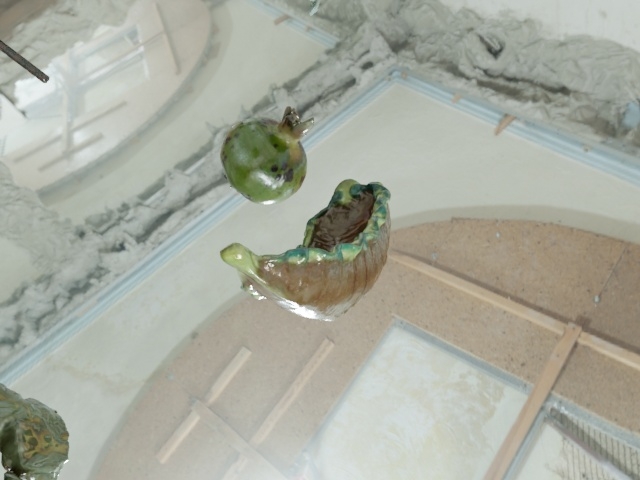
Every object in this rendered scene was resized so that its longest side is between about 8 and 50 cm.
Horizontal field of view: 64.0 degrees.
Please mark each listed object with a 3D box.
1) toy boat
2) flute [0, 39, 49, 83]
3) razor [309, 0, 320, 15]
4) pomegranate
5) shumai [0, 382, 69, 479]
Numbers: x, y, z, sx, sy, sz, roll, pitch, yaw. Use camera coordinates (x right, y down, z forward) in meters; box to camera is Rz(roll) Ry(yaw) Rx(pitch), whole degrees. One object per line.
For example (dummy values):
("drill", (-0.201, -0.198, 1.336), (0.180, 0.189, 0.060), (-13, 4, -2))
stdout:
("toy boat", (0.004, 0.010, 0.452), (0.109, 0.099, 0.293), (-26, -174, 22))
("flute", (-0.489, -0.305, 0.698), (0.014, 0.270, 0.014), (-49, -168, 15))
("razor", (-0.095, -0.461, 0.948), (0.191, 0.037, 0.068), (10, -133, 1))
("pomegranate", (-0.062, -0.116, 0.665), (0.161, 0.122, 0.122), (-41, -141, 33))
("shumai", (-0.421, 0.163, 0.406), (0.396, 0.347, 0.395), (-5, -153, 3))
